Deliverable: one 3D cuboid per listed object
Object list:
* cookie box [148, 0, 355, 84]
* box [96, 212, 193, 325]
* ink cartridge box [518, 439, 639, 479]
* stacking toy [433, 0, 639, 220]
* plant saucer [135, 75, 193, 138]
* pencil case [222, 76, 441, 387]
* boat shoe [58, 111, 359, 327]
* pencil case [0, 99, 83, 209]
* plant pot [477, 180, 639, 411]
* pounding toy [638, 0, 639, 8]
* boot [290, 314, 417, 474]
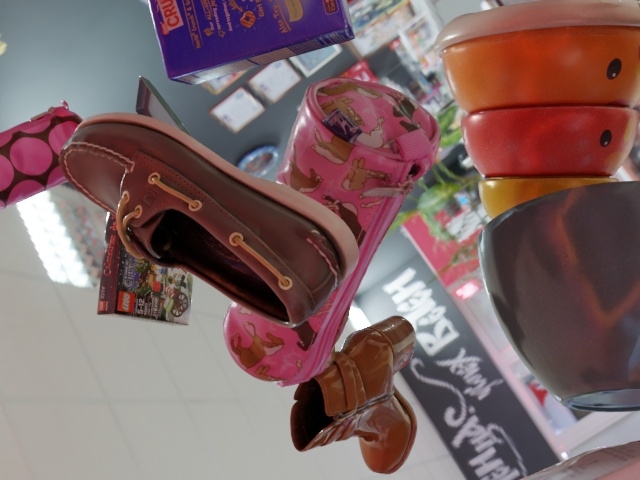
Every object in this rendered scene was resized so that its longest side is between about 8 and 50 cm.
[{"bbox_3d":[-0.043,-0.148,0.447,0.040,0.107,0.092,-16,-87,-79],"label":"cookie box"},{"bbox_3d":[-0.276,0.016,1.273,0.159,0.044,0.233,17,-109,-51],"label":"box"},{"bbox_3d":[0.378,0.336,0.761,0.091,0.384,0.308,148,102,-81],"label":"ink cartridge box"},{"bbox_3d":[0.358,-0.113,1.215,0.350,0.350,0.480,-30,-62,-80],"label":"stacking toy"},{"bbox_3d":[-0.232,-0.170,1.175,0.018,0.067,0.192,-13,-131,-35],"label":"plant saucer"},{"bbox_3d":[0.000,0.000,0.937,0.160,0.386,0.167,22,-146,-3],"label":"pencil case"},{"bbox_3d":[-0.127,-0.022,0.723,0.324,0.097,0.117,26,141,18],"label":"boat shoe"},{"bbox_3d":[-0.396,-0.100,0.999,0.095,0.209,0.098,18,131,43],"label":"pencil case"},{"bbox_3d":[0.328,0.084,0.876,0.290,0.290,0.196,39,-133,-56],"label":"plant pot"},{"bbox_3d":[0.419,-0.242,0.838,0.141,0.130,0.100,43,-169,-41],"label":"pounding toy"},{"bbox_3d":[0.050,0.263,1.136,0.109,0.284,0.220,26,-148,31],"label":"boot"}]
